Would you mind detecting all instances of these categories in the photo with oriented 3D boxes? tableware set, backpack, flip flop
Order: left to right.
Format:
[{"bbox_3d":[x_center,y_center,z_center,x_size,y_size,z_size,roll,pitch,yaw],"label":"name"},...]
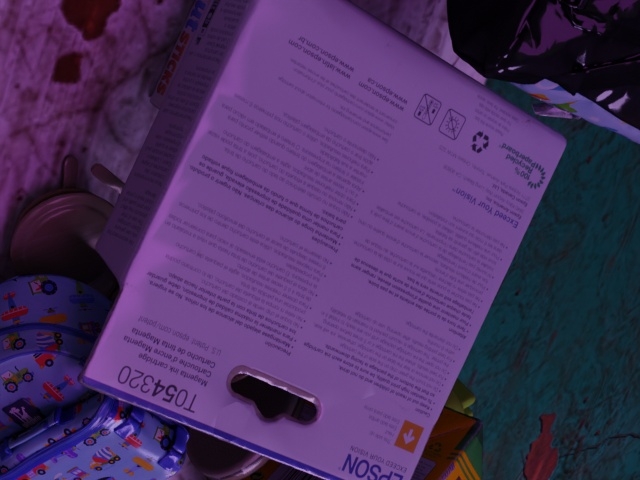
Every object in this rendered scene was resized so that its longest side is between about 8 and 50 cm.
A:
[{"bbox_3d":[-0.196,0.110,1.232,0.158,0.117,0.173,-26,134,21],"label":"backpack"},{"bbox_3d":[-0.161,0.021,1.285,0.128,0.039,0.194,-42,132,5],"label":"tableware set"},{"bbox_3d":[-0.047,0.059,1.358,0.080,0.112,0.277,19,99,-46],"label":"flip flop"},{"bbox_3d":[0.283,-0.205,1.316,0.355,0.273,0.290,23,99,-26],"label":"backpack"}]

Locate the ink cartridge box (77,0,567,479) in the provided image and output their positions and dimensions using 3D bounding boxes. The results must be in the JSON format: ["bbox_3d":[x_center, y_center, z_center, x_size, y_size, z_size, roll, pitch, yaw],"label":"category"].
[{"bbox_3d":[0.000,0.000,1.273,0.324,0.071,0.330,28,87,-36],"label":"ink cartridge box"}]

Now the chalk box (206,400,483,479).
[{"bbox_3d":[0.027,0.284,1.491,0.179,0.180,0.289,-44,143,-41],"label":"chalk box"}]

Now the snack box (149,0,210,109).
[{"bbox_3d":[-0.063,-0.171,1.252,0.064,0.022,0.178,14,107,-45],"label":"snack box"}]

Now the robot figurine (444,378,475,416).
[{"bbox_3d":[0.090,0.171,1.585,0.115,0.067,0.101,-27,144,-26],"label":"robot figurine"}]
